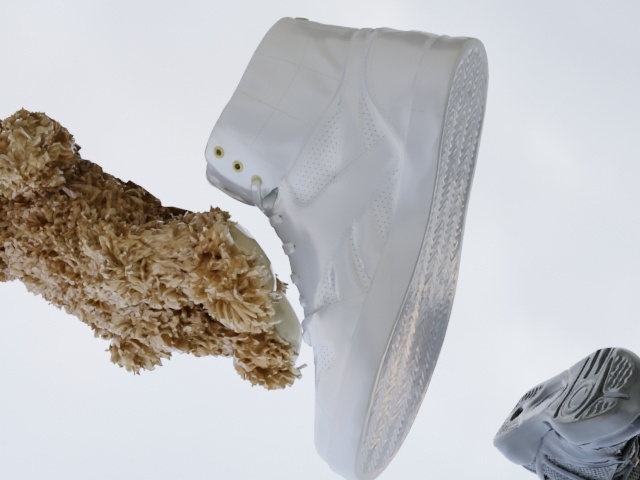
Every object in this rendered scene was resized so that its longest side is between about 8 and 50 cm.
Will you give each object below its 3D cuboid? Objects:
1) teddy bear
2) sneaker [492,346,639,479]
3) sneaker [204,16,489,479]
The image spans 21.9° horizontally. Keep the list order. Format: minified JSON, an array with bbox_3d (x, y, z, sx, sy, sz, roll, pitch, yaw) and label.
[{"bbox_3d":[-0.159,0.011,1.150,0.338,0.113,0.245,28,163,9],"label":"teddy bear"},{"bbox_3d":[0.231,0.158,1.289,0.130,0.087,0.227,37,156,-2],"label":"sneaker"},{"bbox_3d":[0.000,0.000,1.083,0.169,0.293,0.108,13,-177,23],"label":"sneaker"}]
